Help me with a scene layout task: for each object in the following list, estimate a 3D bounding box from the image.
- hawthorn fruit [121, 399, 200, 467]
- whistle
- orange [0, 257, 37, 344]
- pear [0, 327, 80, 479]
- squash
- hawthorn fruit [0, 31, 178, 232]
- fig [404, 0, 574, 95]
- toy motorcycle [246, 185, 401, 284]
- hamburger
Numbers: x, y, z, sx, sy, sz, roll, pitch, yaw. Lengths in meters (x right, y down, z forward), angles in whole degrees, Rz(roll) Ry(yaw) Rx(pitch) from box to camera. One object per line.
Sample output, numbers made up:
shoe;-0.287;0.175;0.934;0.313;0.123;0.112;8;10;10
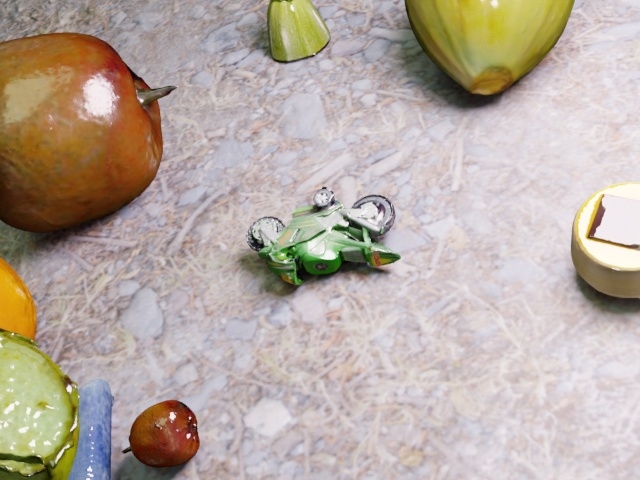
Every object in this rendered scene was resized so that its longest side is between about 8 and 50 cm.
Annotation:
hawthorn fruit;-0.166;0.208;0.936;0.077;0.077;0.077;-11;46;11
whistle;-0.247;0.278;0.905;0.062;0.062;0.304;-17;45;5
orange;-0.462;0.106;1.035;0.240;0.240;0.240;-11;46;11
pear;-0.362;0.227;0.891;0.238;0.255;0.164;9;36;-6
squash;-0.049;-0.362;1.378;0.105;0.132;0.105;-11;44;11
hawthorn fruit;-0.337;-0.156;1.215;0.301;0.268;0.268;-16;44;-8
fig;0.226;-0.321;1.184;0.239;0.239;0.271;2;76;22
toy motorcycle;0.000;0.000;1.067;0.190;0.074;0.106;-10;55;11
hamburger;0.331;-0.004;0.935;0.126;0.081;0.141;-1;60;23
